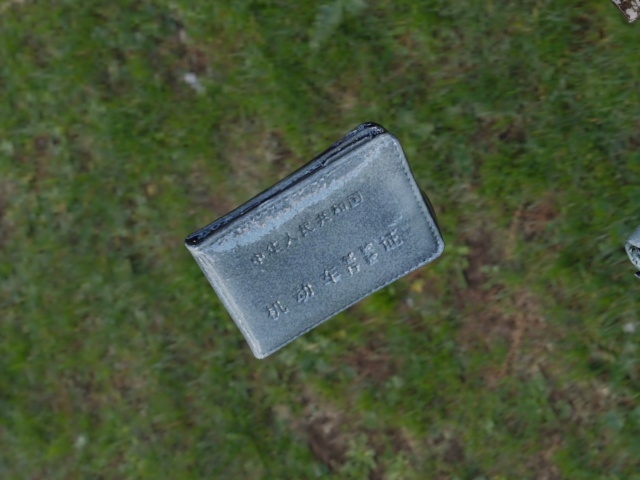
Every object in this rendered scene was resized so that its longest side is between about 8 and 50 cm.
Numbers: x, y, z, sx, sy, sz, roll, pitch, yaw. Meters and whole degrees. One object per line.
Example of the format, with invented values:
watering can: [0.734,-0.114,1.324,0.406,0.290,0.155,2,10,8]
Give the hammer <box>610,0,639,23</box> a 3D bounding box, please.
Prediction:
hammer: [0.338,-0.409,1.358,0.242,0.409,0.095,45,158,4]

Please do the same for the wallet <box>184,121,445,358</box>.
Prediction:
wallet: [0.001,0.001,1.325,0.036,0.222,0.167,52,172,51]

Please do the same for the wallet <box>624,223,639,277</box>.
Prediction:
wallet: [0.414,0.005,1.076,0.290,0.251,0.054,39,160,14]
